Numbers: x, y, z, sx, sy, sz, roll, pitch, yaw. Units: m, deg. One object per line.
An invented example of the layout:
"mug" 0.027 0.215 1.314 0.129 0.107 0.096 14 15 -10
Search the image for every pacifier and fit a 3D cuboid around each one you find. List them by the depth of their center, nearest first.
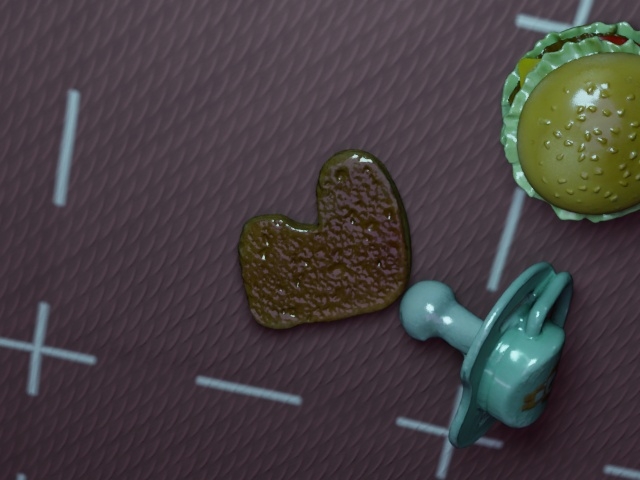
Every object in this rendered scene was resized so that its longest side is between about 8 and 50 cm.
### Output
"pacifier" 0.246 0.143 2.012 0.269 0.288 0.343 34 140 23

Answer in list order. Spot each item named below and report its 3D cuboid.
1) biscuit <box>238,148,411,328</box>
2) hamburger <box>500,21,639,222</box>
"biscuit" 0.000 -0.001 2.027 0.277 0.052 0.262 -14 109 11
"hamburger" 0.386 -0.160 1.836 0.274 0.212 0.275 1 115 3
